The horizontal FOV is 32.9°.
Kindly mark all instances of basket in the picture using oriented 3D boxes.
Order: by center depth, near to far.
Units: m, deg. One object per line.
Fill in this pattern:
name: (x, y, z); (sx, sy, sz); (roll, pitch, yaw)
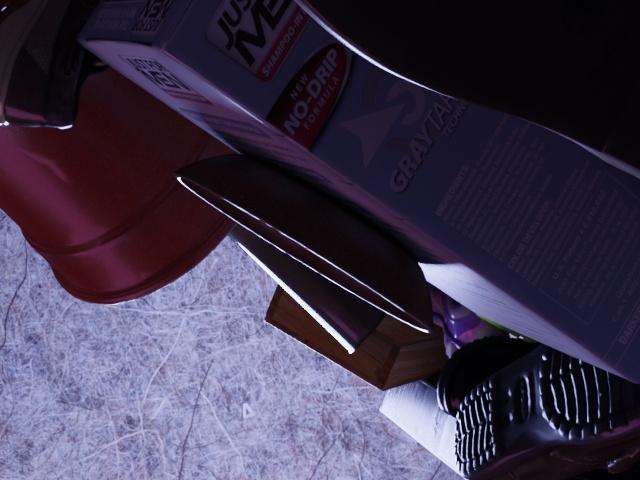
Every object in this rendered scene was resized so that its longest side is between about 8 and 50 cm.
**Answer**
basket: (0.000, 0.000, 1.349); (0.227, 0.154, 0.204); (38, -144, 0)

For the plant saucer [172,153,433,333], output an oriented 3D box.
plant saucer: (-0.004, -0.004, 0.708); (0.198, 0.036, 0.198); (32, 177, 2)

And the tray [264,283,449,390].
tray: (0.111, 0.124, 1.613); (0.202, 0.076, 0.411); (29, -165, 26)

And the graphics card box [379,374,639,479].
graphics card box: (0.254, 0.270, 1.518); (0.232, 0.094, 0.371); (16, -179, -19)

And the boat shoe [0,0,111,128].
boat shoe: (-0.163, -0.146, 0.737); (0.073, 0.223, 0.080); (20, 133, -4)

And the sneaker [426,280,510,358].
sneaker: (0.179, 0.067, 1.375); (0.095, 0.105, 0.236); (-11, -154, -10)

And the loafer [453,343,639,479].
loafer: (0.267, 0.152, 1.040); (0.130, 0.134, 0.366); (15, 154, -20)

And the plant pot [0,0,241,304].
plant pot: (-0.224, -0.126, 0.964); (0.272, 0.272, 0.265); (25, 164, 47)

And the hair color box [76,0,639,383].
hair color box: (0.051, -0.061, 0.677); (0.374, 0.114, 0.185); (33, 175, -27)

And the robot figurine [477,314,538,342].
robot figurine: (0.222, 0.072, 1.229); (0.115, 0.067, 0.101); (29, 165, 15)

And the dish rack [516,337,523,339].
dish rack: (0.449, 0.259, 1.588); (0.333, 0.072, 0.285); (28, 178, -42)

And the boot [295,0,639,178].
boot: (0.056, -0.100, 0.379); (0.305, 0.112, 0.115); (31, -174, -24)

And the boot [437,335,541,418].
boot: (0.284, 0.167, 1.211); (0.246, 0.094, 0.207); (-3, -172, -33)
